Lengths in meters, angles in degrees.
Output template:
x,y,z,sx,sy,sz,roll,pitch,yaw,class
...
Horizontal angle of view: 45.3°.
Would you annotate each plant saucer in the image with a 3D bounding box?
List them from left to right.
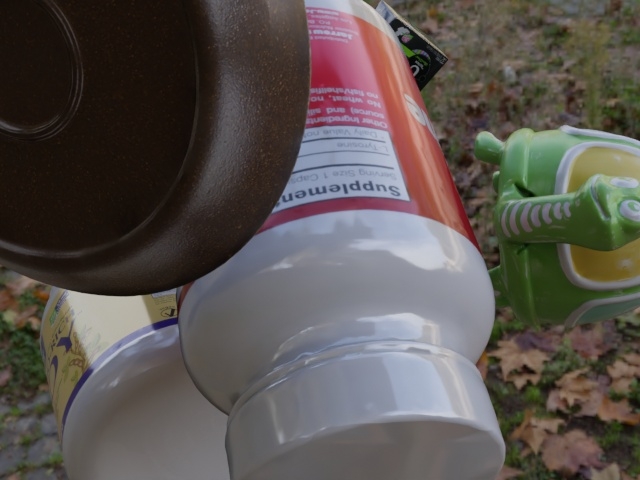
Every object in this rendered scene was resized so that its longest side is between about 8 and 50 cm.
x,y,z,sx,sy,sz,roll,pitch,yaw,class
-0.158,-0.103,0.429,0.311,0.310,0.050,3,20,19,plant saucer

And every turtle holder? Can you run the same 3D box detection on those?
x,y,z,sx,sy,sz,roll,pitch,yaw,class
0.296,-0.033,0.871,0.227,0.320,0.243,-1,58,21,turtle holder

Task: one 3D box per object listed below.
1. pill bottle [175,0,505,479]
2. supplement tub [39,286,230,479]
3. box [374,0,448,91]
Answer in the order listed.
x,y,z,sx,sy,sz,roll,pitch,yaw,class
0.000,0.000,0.603,0.229,0.229,0.407,-10,50,-1,pill bottle
-0.190,0.140,0.886,0.241,0.241,0.331,-20,29,-17,supplement tub
0.082,-0.204,0.825,0.062,0.083,0.052,-48,35,22,box
